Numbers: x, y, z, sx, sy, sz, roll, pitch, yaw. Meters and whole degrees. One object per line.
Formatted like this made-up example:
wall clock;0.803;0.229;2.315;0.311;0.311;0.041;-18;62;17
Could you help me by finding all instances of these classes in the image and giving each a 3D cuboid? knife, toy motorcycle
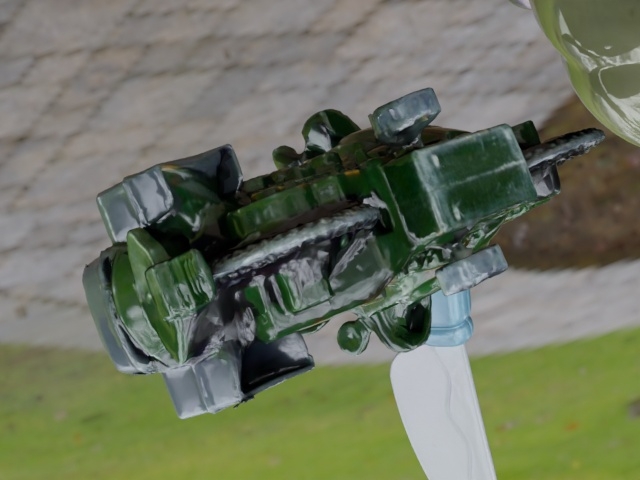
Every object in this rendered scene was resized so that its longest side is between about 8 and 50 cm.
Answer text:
knife;0.064;0.069;1.033;0.058;0.244;0.032;1;-151;21
toy motorcycle;0.000;0.000;0.859;0.187;0.125;0.274;-24;177;38

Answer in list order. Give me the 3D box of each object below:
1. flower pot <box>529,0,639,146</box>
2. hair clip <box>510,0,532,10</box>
flower pot;0.254;-0.140;0.887;0.307;0.307;0.244;-22;-153;5
hair clip;0.232;-0.202;1.380;0.257;0.075;0.146;-3;140;-54
